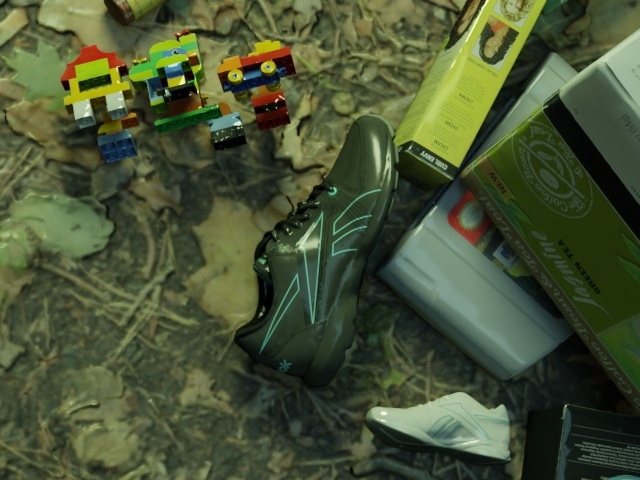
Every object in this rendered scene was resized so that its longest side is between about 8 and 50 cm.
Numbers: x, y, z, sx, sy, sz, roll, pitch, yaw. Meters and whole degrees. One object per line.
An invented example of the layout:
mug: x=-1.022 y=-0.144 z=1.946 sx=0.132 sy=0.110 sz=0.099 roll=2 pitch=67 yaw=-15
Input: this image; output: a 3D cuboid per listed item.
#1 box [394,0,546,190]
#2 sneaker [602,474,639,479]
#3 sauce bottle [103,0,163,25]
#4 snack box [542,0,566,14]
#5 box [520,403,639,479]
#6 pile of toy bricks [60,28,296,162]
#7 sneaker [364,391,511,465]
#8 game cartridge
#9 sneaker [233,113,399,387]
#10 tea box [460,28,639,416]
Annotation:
box: x=0.144 y=-0.165 z=1.714 sx=0.058 sy=0.087 sz=0.232 roll=30 pitch=76 yaw=-11
sneaker: x=0.350 y=0.268 z=1.611 sx=0.237 sy=0.086 sz=0.085 roll=10 pitch=79 yaw=-14
sauce bottle: x=-0.148 y=-0.256 z=1.673 sx=0.128 sy=0.042 sz=0.042 roll=-39 pitch=94 yaw=-17
snack box: x=0.214 y=-0.414 z=1.772 sx=0.187 sy=0.060 sz=0.322 roll=-35 pitch=93 yaw=-15
box: x=0.328 y=0.272 z=1.699 sx=0.261 sy=0.103 sz=0.184 roll=11 pitch=77 yaw=-13
pile of toy bricks: x=-0.131 y=-0.153 z=1.646 sx=0.212 sy=0.118 sz=0.105 roll=-14 pitch=58 yaw=0
sneaker: x=0.114 y=0.175 z=1.687 sx=0.152 sy=0.053 sz=0.061 roll=14 pitch=71 yaw=-18
game cartridge: x=0.215 y=-0.017 z=1.732 sx=0.196 sy=0.060 sz=0.294 roll=41 pitch=76 yaw=-11
sneaker: x=0.000 y=0.000 z=1.650 sx=0.106 sy=0.101 sz=0.267 roll=18 pitch=79 yaw=-9
tea box: x=0.349 y=-0.030 z=1.556 sx=0.220 sy=0.323 sz=0.329 roll=-36 pitch=86 yaw=-22
